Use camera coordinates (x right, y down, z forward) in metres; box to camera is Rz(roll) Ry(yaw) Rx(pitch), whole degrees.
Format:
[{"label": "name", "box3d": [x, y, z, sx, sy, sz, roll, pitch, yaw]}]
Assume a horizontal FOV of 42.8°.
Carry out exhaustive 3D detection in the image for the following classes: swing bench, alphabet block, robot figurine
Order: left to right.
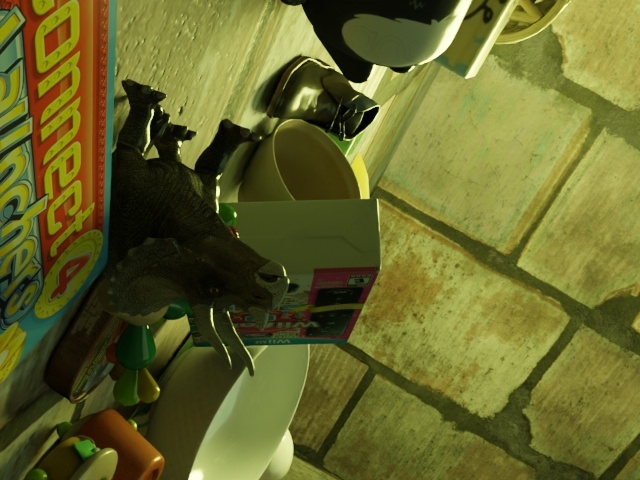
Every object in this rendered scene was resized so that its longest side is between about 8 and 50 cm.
[{"label": "robot figurine", "box3d": [0.075, -0.283, 0.775, 0.278, 0.173, 0.209, 113, 3, -53]}, {"label": "alphabet block", "box3d": [0.190, -0.368, 1.191, 0.197, 0.192, 0.193, -62, 175, 18]}, {"label": "swing bench", "box3d": [0.332, -0.478, 1.492, 0.165, 0.254, 0.253, -63, 173, 34]}]

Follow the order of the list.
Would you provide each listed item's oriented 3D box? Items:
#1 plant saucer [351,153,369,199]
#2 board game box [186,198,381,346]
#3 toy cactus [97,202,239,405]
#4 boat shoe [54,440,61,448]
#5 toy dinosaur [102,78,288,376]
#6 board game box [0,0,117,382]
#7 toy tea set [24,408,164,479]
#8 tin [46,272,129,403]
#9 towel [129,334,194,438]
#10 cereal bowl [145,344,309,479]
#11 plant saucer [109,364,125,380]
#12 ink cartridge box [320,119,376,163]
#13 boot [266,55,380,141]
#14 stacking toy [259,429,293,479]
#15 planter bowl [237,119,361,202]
[{"label": "plant saucer", "box3d": [0.000, 0.000, 1.492, 0.333, 0.081, 0.333, -60, -170, 23]}, {"label": "board game box", "box3d": [-0.056, 0.051, 1.027, 0.303, 0.223, 0.098, 104, -16, -69]}, {"label": "toy cactus", "box3d": [-0.143, 0.064, 0.756, 0.219, 0.112, 0.180, -52, 164, 3]}, {"label": "boat shoe", "box3d": [-0.322, 0.296, 0.959, 0.065, 0.075, 0.206, -7, -138, 39]}, {"label": "toy dinosaur", "box3d": [-0.129, -0.021, 0.612, 0.313, 0.121, 0.160, 11, -99, 60]}, {"label": "board game box", "box3d": [-0.204, 0.011, 0.309, 0.302, 0.086, 0.308, -55, 172, -35]}, {"label": "toy tea set", "box3d": [-0.282, 0.258, 0.812, 0.200, 0.124, 0.336, -57, 166, -10]}, {"label": "tin", "box3d": [-0.208, 0.073, 0.817, 0.190, 0.040, 0.106, -59, 178, -2]}, {"label": "towel", "box3d": [-0.217, 0.278, 1.422, 0.248, 0.038, 0.325, -57, 161, -27]}, {"label": "cereal bowl", "box3d": [-0.160, 0.262, 1.266, 0.339, 0.141, 0.339, -49, 153, -36]}, {"label": "plant saucer", "box3d": [-0.216, 0.113, 0.900, 0.083, 0.015, 0.083, -40, -147, 34]}, {"label": "ink cartridge box", "box3d": [-0.015, -0.105, 1.239, 0.219, 0.092, 0.160, -60, 175, 17]}, {"label": "boot", "box3d": [0.010, -0.176, 1.037, 0.082, 0.106, 0.219, -62, 174, 25]}, {"label": "stacking toy", "box3d": [-0.189, 0.540, 1.505, 0.350, 0.350, 0.480, -3, 116, -83]}, {"label": "planter bowl", "box3d": [-0.040, -0.063, 1.071, 0.109, 0.162, 0.162, -30, -168, 34]}]
